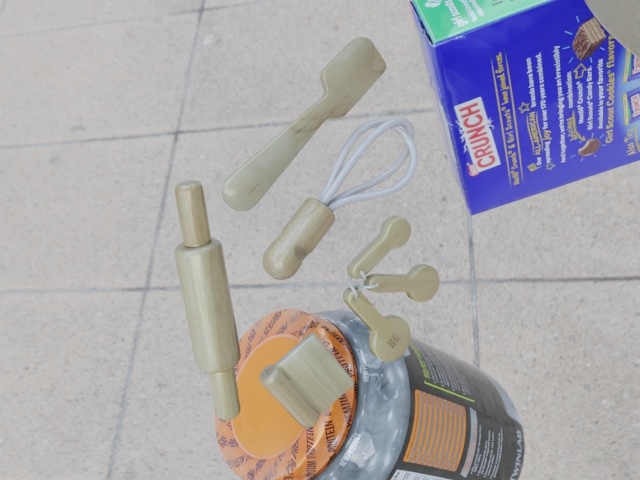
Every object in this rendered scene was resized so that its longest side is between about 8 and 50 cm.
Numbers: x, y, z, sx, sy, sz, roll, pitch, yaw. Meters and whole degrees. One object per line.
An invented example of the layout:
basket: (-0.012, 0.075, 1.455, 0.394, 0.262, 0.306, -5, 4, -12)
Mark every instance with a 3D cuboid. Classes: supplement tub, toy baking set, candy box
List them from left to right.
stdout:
toy baking set: (-0.006, 0.003, 0.398, 0.197, 0.256, 0.030, -21, 22, -26)
supplement tub: (0.060, 0.189, 0.601, 0.194, 0.316, 0.193, -25, 51, 35)
candy box: (0.296, -0.203, 0.700, 0.317, 0.268, 0.122, -19, 44, 8)

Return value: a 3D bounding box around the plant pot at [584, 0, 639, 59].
plant pot: (0.309, -0.185, 0.279, 0.284, 0.191, 0.284, 5, 48, -6)
